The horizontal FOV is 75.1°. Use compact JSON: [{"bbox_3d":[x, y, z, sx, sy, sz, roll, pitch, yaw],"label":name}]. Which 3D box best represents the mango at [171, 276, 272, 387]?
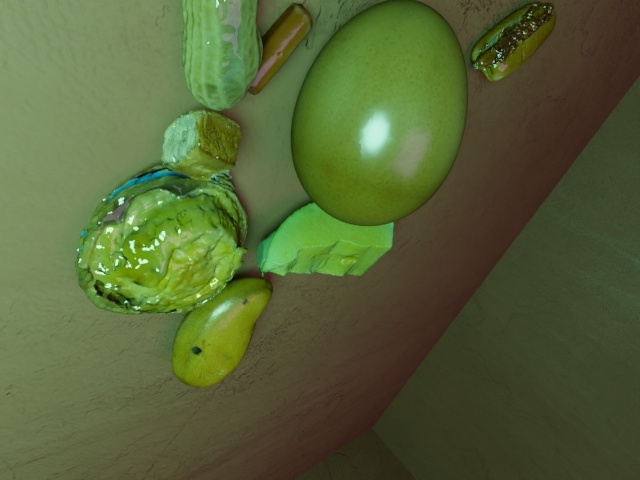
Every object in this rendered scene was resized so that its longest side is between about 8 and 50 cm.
[{"bbox_3d":[-0.194,0.169,0.807,0.157,0.109,0.262,24,101,-48],"label":"mango"}]

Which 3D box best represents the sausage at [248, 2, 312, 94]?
[{"bbox_3d":[-0.060,-0.255,0.551,0.131,0.041,0.039,-50,128,4],"label":"sausage"}]

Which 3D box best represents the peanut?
[{"bbox_3d":[-0.106,-0.240,0.468,0.093,0.083,0.194,-6,133,-30],"label":"peanut"}]

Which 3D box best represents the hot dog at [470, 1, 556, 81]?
[{"bbox_3d":[0.419,-0.430,0.890,0.249,0.102,0.076,-40,-176,-12],"label":"hot dog"}]

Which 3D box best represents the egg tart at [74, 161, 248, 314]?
[{"bbox_3d":[-0.207,0.021,0.620,0.290,0.107,0.291,-32,147,-24],"label":"egg tart"}]

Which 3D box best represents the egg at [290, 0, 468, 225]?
[{"bbox_3d":[0.086,-0.177,0.618,0.250,0.250,0.323,-9,127,-46],"label":"egg"}]

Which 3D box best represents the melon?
[{"bbox_3d":[0.000,0.000,0.837,0.323,0.124,0.196,1,134,-42],"label":"melon"}]

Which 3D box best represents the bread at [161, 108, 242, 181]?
[{"bbox_3d":[-0.153,-0.126,0.535,0.083,0.077,0.070,-14,158,35],"label":"bread"}]
